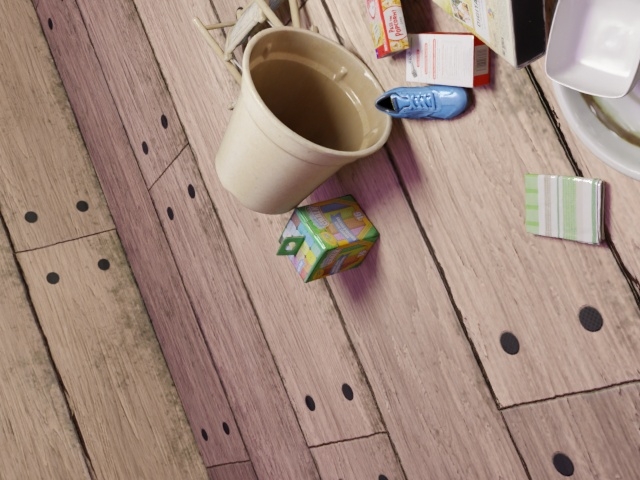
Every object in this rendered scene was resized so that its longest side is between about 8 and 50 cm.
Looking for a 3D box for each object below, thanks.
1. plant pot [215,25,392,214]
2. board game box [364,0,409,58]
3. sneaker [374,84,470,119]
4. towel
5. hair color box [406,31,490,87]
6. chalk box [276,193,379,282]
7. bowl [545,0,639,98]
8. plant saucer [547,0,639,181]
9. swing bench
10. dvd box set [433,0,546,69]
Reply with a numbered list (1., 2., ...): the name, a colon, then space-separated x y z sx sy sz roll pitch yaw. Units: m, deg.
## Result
1. plant pot: -0.067 -0.222 1.555 0.333 0.334 0.305 60 139 17
2. board game box: 0.120 -0.456 1.408 0.147 0.045 0.193 -115 12 -81
3. sneaker: 0.194 -0.267 1.424 0.209 0.082 0.069 10 110 49
4. towel: 0.420 -0.058 1.261 0.152 0.023 0.113 14 113 52
5. hair color box: 0.235 -0.340 1.362 0.167 0.053 0.093 20 120 47
6. chalk box: 0.000 0.000 1.673 0.132 0.213 0.132 56 141 22
7. bowl: 0.391 -0.277 1.009 0.142 0.053 0.142 33 129 43
8. plant saucer: 0.505 -0.274 0.989 0.400 0.101 0.400 26 124 46
9. swing bench: -0.146 -0.478 1.727 0.253 0.165 0.254 -23 90 53
10. dvd box set: 0.202 -0.495 1.147 0.420 0.062 0.307 58 173 43
